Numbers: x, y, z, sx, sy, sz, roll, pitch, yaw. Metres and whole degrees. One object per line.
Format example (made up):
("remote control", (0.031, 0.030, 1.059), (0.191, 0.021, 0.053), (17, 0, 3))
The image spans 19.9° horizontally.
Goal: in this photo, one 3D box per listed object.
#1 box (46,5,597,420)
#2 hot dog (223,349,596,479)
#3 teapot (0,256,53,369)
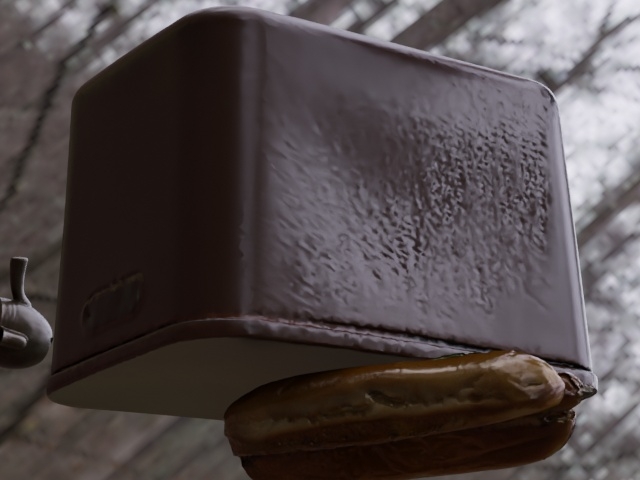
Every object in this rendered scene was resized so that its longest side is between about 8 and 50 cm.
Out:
("box", (0.000, 0.000, 1.285), (0.239, 0.339, 0.229), (-25, -119, 51))
("hot dog", (0.056, 0.110, 1.142), (0.236, 0.062, 0.092), (-7, -44, 12))
("teapot", (-0.297, 0.073, 1.792), (0.080, 0.110, 0.085), (21, -3, -28))
